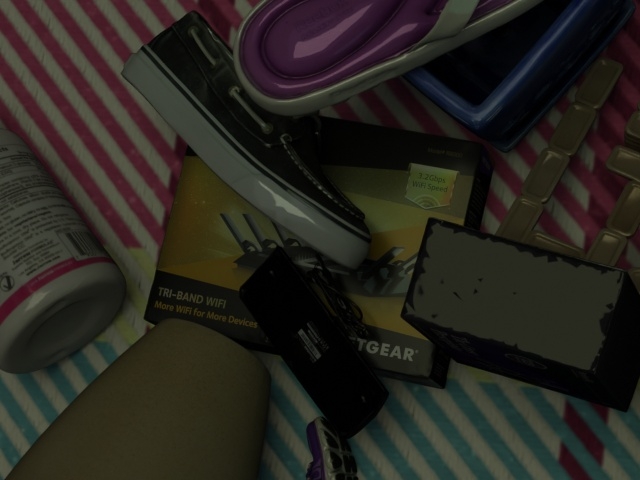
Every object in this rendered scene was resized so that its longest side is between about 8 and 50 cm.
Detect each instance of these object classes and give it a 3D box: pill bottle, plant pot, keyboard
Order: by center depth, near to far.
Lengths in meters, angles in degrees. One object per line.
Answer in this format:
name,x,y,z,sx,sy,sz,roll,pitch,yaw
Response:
keyboard,0.006,0.091,1.818,0.100,0.038,0.192,-46,70,27
plant pot,-0.163,0.223,1.820,0.256,0.256,0.274,21,68,19
plant pot,0.164,-0.234,1.832,0.236,0.212,0.236,42,91,19
pill bottle,-0.342,-0.015,1.949,0.160,0.160,0.283,-40,70,4

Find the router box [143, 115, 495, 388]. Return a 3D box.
router box,0.000,0.000,1.893,0.309,0.081,0.243,10,80,17

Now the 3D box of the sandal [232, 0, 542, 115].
sandal,0.101,-0.254,1.687,0.416,0.102,0.169,-38,71,4

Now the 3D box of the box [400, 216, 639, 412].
box,0.198,0.073,1.726,0.184,0.261,0.103,13,81,18

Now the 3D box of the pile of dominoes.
pile of dominoes,0.309,-0.054,1.806,0.196,0.040,0.251,25,70,20

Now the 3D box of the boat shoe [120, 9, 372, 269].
boat shoe,-0.058,-0.109,1.825,0.335,0.121,0.119,43,94,22

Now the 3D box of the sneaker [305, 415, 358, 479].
sneaker,-0.003,0.259,1.845,0.071,0.068,0.170,-8,76,20
